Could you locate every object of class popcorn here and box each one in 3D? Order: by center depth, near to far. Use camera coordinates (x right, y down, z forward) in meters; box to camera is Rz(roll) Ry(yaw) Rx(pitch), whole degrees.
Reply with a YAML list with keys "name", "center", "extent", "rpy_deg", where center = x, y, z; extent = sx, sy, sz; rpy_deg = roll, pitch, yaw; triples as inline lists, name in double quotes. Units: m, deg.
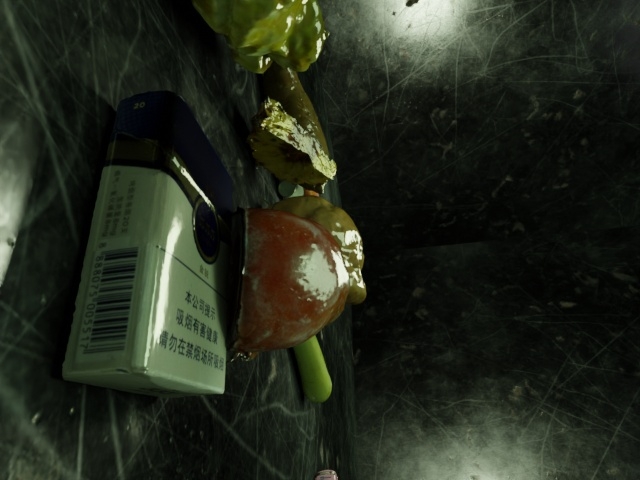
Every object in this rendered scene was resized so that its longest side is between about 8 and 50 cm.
- name: "popcorn"
  center: [-0.084, -0.399, 0.635]
  extent: [0.276, 0.225, 0.276]
  rpy_deg: [-48, 165, -18]

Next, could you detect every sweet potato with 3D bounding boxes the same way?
- name: "sweet potato"
  center: [-0.069, -0.316, 1.045]
  extent: [0.130, 0.130, 0.423]
  rpy_deg: [-71, 148, -74]

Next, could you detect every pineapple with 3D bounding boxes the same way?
- name: "pineapple"
  center: [-0.082, -0.185, 0.869]
  extent: [0.233, 0.135, 0.080]
  rpy_deg: [39, 62, -42]

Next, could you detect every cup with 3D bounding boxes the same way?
- name: "cup"
  center: [-0.087, -0.127, 1.120]
  extent: [0.054, 0.075, 0.083]
  rpy_deg: [48, 7, 8]

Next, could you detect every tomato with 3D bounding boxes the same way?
- name: "tomato"
  center: [-0.045, 0.051, 0.530]
  extent: [0.214, 0.155, 0.181]
  rpy_deg: [-169, -99, -73]

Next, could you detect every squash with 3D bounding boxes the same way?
- name: "squash"
  center: [-0.024, 0.320, 1.086]
  extent: [0.083, 0.083, 0.250]
  rpy_deg: [-84, 164, -59]

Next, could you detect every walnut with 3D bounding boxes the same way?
- name: "walnut"
  center: [-0.023, 0.041, 0.761]
  extent: [0.225, 0.257, 0.257]
  rpy_deg: [-61, 166, -8]

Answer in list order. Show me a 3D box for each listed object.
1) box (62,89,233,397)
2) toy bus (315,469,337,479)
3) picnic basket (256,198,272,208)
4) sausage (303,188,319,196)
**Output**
- name: "box"
  center: [-0.144, 0.010, 0.410]
  extent: [0.168, 0.071, 0.259]
  rpy_deg: [70, 17, -64]
- name: "toy bus"
  center: [0.027, 0.737, 1.205]
  extent: [0.090, 0.063, 0.203]
  rpy_deg: [-92, 175, -50]
- name: "picnic basket"
  center: [-0.099, -0.055, 0.901]
  extent: [0.083, 0.083, 0.065]
  rpy_deg: [35, 27, -15]
- name: "sausage"
  center: [-0.042, -0.189, 1.464]
  extent: [0.348, 0.053, 0.053]
  rpy_deg: [71, 15, -60]
